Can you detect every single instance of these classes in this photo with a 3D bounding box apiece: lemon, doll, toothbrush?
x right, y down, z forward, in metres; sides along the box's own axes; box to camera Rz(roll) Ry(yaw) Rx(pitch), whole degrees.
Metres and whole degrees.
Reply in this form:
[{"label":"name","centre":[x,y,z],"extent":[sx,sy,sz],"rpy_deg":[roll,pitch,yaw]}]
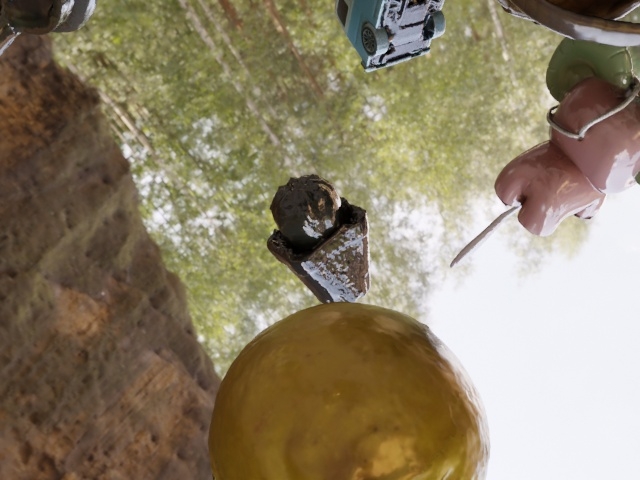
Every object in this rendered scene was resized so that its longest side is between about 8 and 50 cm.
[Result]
[{"label":"lemon","centre":[0.027,0.201,0.709],"extent":[0.297,0.297,0.297],"rpy_deg":[-24,-146,17]},{"label":"doll","centre":[0.413,-0.153,1.056],"extent":[0.216,0.268,0.284],"rpy_deg":[-22,-120,-25]},{"label":"toothbrush","centre":[0.345,-0.035,1.387],"extent":[0.307,0.025,0.030],"rpy_deg":[-51,-137,43]}]

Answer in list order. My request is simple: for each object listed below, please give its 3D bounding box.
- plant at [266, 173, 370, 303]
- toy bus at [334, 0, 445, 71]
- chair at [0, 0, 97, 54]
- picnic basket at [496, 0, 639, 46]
[{"label":"plant","centre":[0.000,0.000,1.234],"extent":[0.164,0.256,0.142],"rpy_deg":[-32,-147,-15]},{"label":"toy bus","centre":[0.108,-0.404,1.031],"extent":[0.133,0.271,0.165],"rpy_deg":[-21,-116,-20]},{"label":"chair","centre":[-0.384,-0.165,0.414],"extent":[0.410,0.362,0.364],"rpy_deg":[-47,-172,-24]},{"label":"picnic basket","centre":[0.351,-0.370,0.889],"extent":[0.292,0.337,0.337],"rpy_deg":[8,-142,-5]}]
